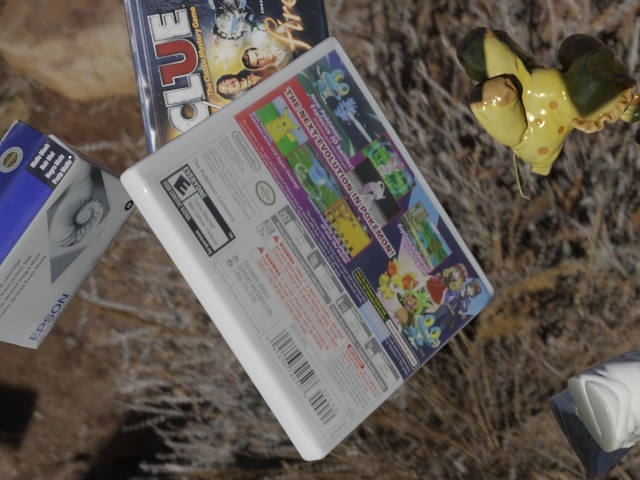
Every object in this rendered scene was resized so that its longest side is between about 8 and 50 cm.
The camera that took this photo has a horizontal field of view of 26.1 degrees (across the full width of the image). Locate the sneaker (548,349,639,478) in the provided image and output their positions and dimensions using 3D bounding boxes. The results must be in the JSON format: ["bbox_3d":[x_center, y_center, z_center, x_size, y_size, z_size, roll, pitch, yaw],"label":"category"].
[{"bbox_3d":[0.167,0.094,0.768,0.061,0.152,0.053,-28,77,-7],"label":"sneaker"}]

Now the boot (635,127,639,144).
[{"bbox_3d":[0.392,-0.121,1.449,0.118,0.042,0.087,11,39,9],"label":"boot"}]

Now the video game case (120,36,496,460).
[{"bbox_3d":[0.000,0.000,0.842,0.183,0.201,0.023,-38,9,-36],"label":"video game case"}]

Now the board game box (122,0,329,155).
[{"bbox_3d":[-0.070,-0.129,1.161,0.165,0.042,0.243,-11,99,-13],"label":"board game box"}]

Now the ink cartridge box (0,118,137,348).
[{"bbox_3d":[-0.304,0.002,1.441,0.045,0.224,0.223,37,93,24],"label":"ink cartridge box"}]

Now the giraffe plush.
[{"bbox_3d":[0.283,-0.177,1.629,0.170,0.181,0.210,-25,80,25],"label":"giraffe plush"}]
